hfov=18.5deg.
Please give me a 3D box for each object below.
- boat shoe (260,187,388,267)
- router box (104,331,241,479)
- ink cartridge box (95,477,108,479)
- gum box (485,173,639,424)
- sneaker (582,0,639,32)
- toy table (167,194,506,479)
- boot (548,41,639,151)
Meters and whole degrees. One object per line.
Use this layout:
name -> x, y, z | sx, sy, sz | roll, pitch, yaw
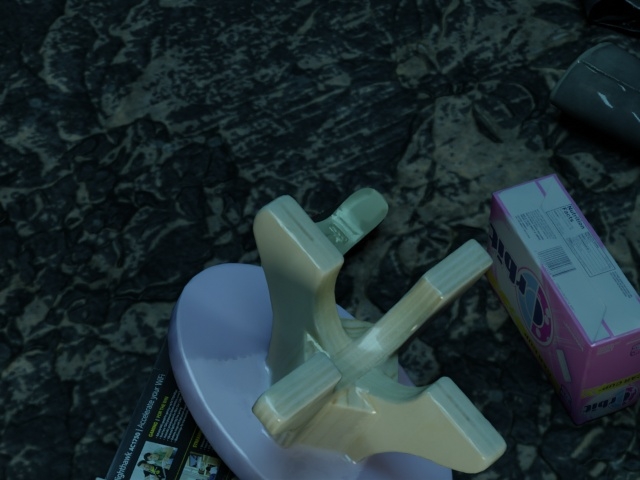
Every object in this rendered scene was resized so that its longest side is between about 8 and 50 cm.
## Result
boat shoe -> 0.001, 0.002, 1.717 | 0.133, 0.042, 0.049 | -33, 83, -25
router box -> -0.084, 0.155, 1.578 | 0.133, 0.046, 0.179 | 13, 50, 10
ink cartridge box -> -0.133, 0.255, 1.476 | 0.198, 0.067, 0.115 | 14, 51, 10
gum box -> 0.202, 0.044, 1.640 | 0.062, 0.107, 0.188 | -17, 52, -15
sneaker -> 0.273, -0.254, 1.935 | 0.170, 0.051, 0.089 | 20, 47, 11
toy table -> 0.014, 0.099, 1.503 | 0.274, 0.161, 0.252 | 39, 50, 3
boot -> 0.298, -0.090, 1.780 | 0.208, 0.076, 0.189 | 36, 43, 18
